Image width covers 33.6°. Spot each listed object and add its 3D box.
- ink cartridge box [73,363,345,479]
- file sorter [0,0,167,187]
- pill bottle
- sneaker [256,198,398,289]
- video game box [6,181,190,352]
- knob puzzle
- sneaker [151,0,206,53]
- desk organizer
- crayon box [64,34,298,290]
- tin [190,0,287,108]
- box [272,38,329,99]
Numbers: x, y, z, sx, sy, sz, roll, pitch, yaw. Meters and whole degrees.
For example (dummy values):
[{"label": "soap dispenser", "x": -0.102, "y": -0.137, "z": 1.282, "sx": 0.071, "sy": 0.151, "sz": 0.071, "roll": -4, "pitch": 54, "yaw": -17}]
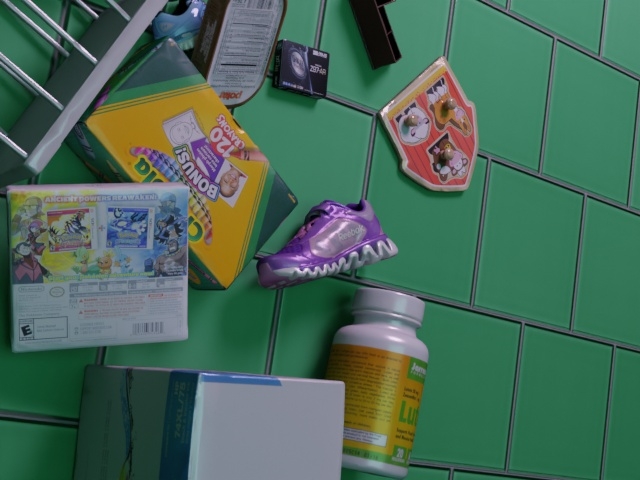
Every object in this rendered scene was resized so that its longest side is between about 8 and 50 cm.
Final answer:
[{"label": "ink cartridge box", "x": -0.135, "y": 0.248, "z": 1.217, "sx": 0.198, "sy": 0.270, "sz": 0.197, "roll": 9, "pitch": 81, "yaw": -37}, {"label": "file sorter", "x": -0.325, "y": -0.217, "z": 1.143, "sx": 0.173, "sy": 0.193, "sz": 0.278, "roll": 43, "pitch": 64, "yaw": -25}, {"label": "pill bottle", "x": 0.074, "y": 0.196, "z": 1.467, "sx": 0.136, "sy": 0.136, "sz": 0.246, "roll": 20, "pitch": 76, "yaw": -36}, {"label": "sneaker", "x": 0.000, "y": 0.000, "z": 1.455, "sx": 0.236, "sy": 0.095, "sz": 0.104, "roll": -16, "pitch": 91, "yaw": -42}, {"label": "video game box", "x": -0.255, "y": 0.028, "z": 1.219, "sx": 0.205, "sy": 0.048, "sz": 0.187, "roll": -2, "pitch": 105, "yaw": -21}, {"label": "knob puzzle", "x": 0.189, "y": -0.161, "z": 1.642, "sx": 0.213, "sy": 0.030, "sz": 0.213, "roll": 2, "pitch": 86, "yaw": -38}, {"label": "sneaker", "x": -0.147, "y": -0.290, "z": 1.365, "sx": 0.162, "sy": 0.063, "sz": 0.073, "roll": -29, "pitch": 102, "yaw": -36}, {"label": "desk organizer", "x": 0.087, "y": -0.323, "z": 1.557, "sx": 0.047, "sy": 0.050, "sz": 0.130, "roll": -30, "pitch": 106, "yaw": -35}, {"label": "crayon box", "x": -0.172, "y": -0.091, "z": 1.323, "sx": 0.278, "sy": 0.081, "sz": 0.165, "roll": 52, "pitch": 60, "yaw": -24}, {"label": "tin", "x": -0.104, "y": -0.254, "z": 1.340, "sx": 0.106, "sy": 0.040, "sz": 0.190, "roll": -4, "pitch": 125, "yaw": -38}, {"label": "box", "x": -0.027, "y": -0.239, "z": 1.484, "sx": 0.083, "sy": 0.018, "sz": 0.067, "roll": 11, "pitch": 82, "yaw": -37}]
